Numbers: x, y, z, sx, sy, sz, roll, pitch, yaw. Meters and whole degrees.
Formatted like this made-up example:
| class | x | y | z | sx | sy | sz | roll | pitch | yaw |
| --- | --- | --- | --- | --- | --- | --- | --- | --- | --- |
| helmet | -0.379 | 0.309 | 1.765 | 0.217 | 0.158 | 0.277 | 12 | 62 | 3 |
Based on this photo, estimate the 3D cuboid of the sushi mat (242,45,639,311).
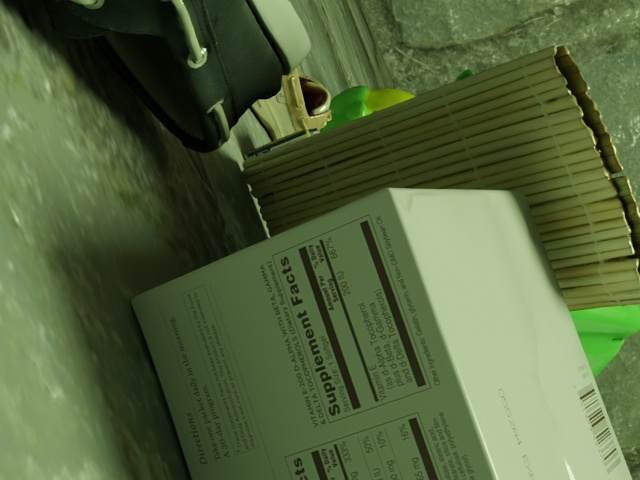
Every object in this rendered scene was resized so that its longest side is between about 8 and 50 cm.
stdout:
| class | x | y | z | sx | sy | sz | roll | pitch | yaw |
| --- | --- | --- | --- | --- | --- | --- | --- | --- | --- |
| sushi mat | 0.064 | -0.013 | 0.751 | 0.019 | 0.316 | 0.151 | -29 | 99 | -36 |

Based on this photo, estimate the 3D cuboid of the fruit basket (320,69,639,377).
| class | x | y | z | sx | sy | sz | roll | pitch | yaw |
| --- | --- | --- | --- | --- | --- | --- | --- | --- | --- |
| fruit basket | 0.129 | -0.013 | 1.275 | 0.392 | 0.283 | 0.392 | 20 | 39 | -16 |

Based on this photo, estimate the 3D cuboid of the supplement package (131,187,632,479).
| class | x | y | z | sx | sy | sz | roll | pitch | yaw |
| --- | --- | --- | --- | --- | --- | --- | --- | --- | --- |
| supplement package | 0.055 | 0.120 | 0.589 | 0.204 | 0.145 | 0.262 | -3 | 73 | -64 |

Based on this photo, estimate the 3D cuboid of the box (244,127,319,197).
| class | x | y | z | sx | sy | sz | roll | pitch | yaw |
| --- | --- | --- | --- | --- | --- | --- | --- | --- | --- |
| box | 0.000 | 0.000 | 0.918 | 0.059 | 0.054 | 0.169 | -43 | 112 | -80 |

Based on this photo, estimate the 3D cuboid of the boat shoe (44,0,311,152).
| class | x | y | z | sx | sy | sz | roll | pitch | yaw |
| --- | --- | --- | --- | --- | --- | --- | --- | --- | --- |
| boat shoe | -0.092 | -0.130 | 0.560 | 0.114 | 0.091 | 0.302 | 34 | -6 | 31 |

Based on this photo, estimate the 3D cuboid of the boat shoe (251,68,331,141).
| class | x | y | z | sx | sy | sz | roll | pitch | yaw |
| --- | --- | --- | --- | --- | --- | --- | --- | --- | --- |
| boat shoe | -0.019 | -0.115 | 1.031 | 0.170 | 0.059 | 0.063 | 50 | 22 | -62 |
